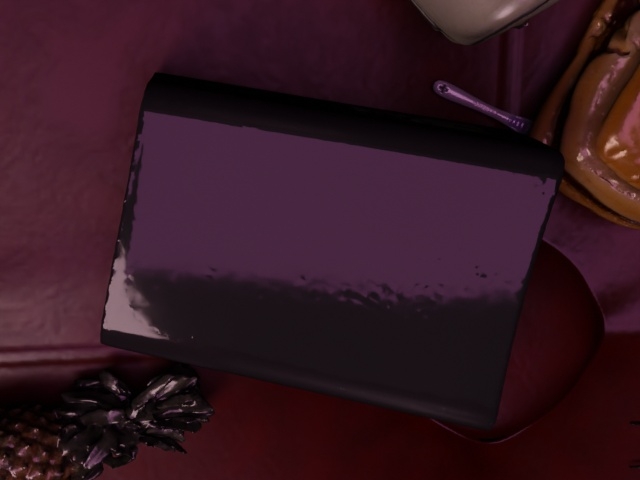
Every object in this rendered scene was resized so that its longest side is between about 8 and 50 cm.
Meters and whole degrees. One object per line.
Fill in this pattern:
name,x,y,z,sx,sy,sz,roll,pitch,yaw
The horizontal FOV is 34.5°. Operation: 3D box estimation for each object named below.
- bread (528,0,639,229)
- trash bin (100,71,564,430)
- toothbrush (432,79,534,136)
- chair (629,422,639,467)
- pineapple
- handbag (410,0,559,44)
bread,0.218,-0.104,0.619,0.116,0.077,0.200,27,92,-19
trash bin,0.000,0.000,0.598,0.225,0.115,0.165,11,103,-8
toothbrush,0.129,-0.071,0.649,0.131,0.013,0.011,23,96,-11
chair,0.258,0.143,0.709,0.086,0.037,0.042,-5,92,-4
pineapple,-0.144,0.120,0.625,0.159,0.074,0.074,-19,106,-13
handbag,0.074,-0.280,0.543,0.241,0.109,0.315,-35,103,0
